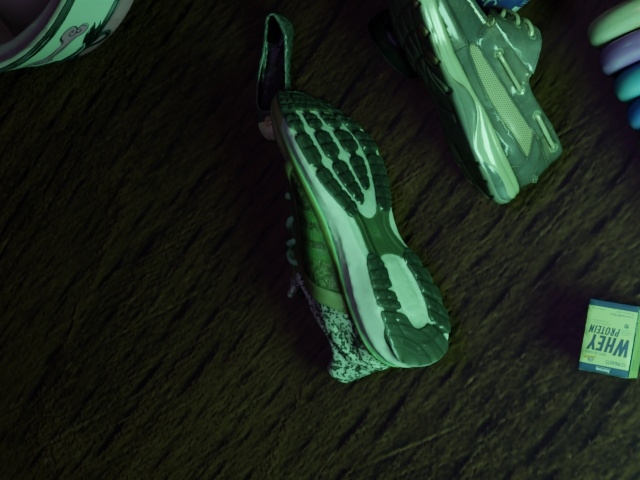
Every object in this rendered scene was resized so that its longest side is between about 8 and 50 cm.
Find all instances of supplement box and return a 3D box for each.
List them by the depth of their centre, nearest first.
[{"bbox_3d":[0.337,0.113,1.354,0.056,0.083,0.083,9,88,24],"label":"supplement box"}]

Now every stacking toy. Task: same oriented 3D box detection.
[{"bbox_3d":[0.416,-0.113,1.333,0.141,0.141,0.330,-19,84,21],"label":"stacking toy"}]

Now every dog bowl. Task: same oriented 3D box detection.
[{"bbox_3d":[-0.406,-0.430,1.658,0.408,0.150,0.408,0,90,37],"label":"dog bowl"}]

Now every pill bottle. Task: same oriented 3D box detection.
[{"bbox_3d":[0.168,-0.300,1.444,0.219,0.123,0.123,-38,71,26],"label":"pill bottle"}]

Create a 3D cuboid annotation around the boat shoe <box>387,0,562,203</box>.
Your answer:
[{"bbox_3d":[0.182,-0.214,1.372,0.130,0.355,0.132,-30,31,-7],"label":"boat shoe"}]

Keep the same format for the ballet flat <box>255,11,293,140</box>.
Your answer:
[{"bbox_3d":[-0.067,-0.220,1.584,0.057,0.049,0.173,-1,84,24],"label":"ballet flat"}]

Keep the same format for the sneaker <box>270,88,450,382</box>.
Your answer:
[{"bbox_3d":[0.000,0.000,1.494,0.182,0.158,0.410,-35,66,35],"label":"sneaker"}]
